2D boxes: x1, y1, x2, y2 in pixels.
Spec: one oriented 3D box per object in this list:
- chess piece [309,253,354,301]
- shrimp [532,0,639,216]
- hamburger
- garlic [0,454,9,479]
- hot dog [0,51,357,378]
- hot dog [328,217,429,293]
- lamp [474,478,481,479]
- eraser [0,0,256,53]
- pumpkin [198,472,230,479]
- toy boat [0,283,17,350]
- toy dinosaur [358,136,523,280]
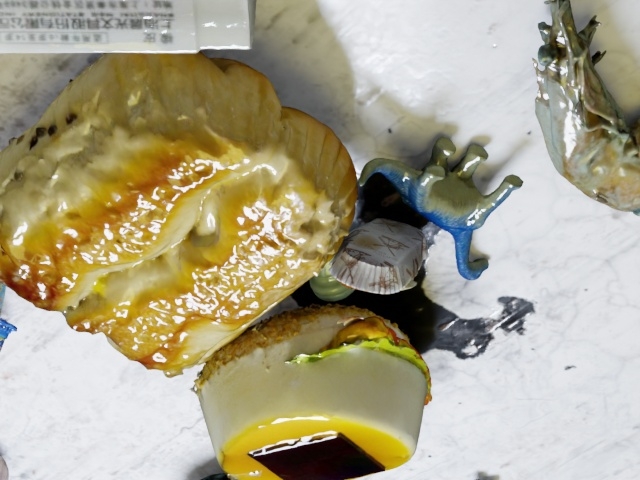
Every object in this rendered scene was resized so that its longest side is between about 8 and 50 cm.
[{"bbox_3d":[0.000,0.000,1.853,0.059,0.059,0.149,-11,128,11],"label":"chess piece"},{"bbox_3d":[0.344,-0.155,1.686,0.247,0.085,0.360,-31,130,16],"label":"shrimp"},{"bbox_3d":[-0.006,0.187,1.935,0.294,0.179,0.276,-17,149,21],"label":"hamburger"},{"bbox_3d":[-0.499,0.327,2.143,0.159,0.102,0.147,23,129,-20],"label":"garlic"},{"bbox_3d":[-0.155,-0.052,1.714,0.367,0.196,0.365,32,135,-26],"label":"hot dog"},{"bbox_3d":[0.066,0.022,1.787,0.099,0.192,0.053,16,111,9],"label":"hot dog"},{"bbox_3d":[0.215,0.448,2.235,0.118,0.118,0.253,9,134,-7],"label":"lamp"},{"bbox_3d":[-0.204,-0.249,1.570,0.279,0.124,0.081,0,129,1],"label":"eraser"},{"bbox_3d":[-0.114,0.409,2.166,0.150,0.194,0.194,-43,129,-12],"label":"pumpkin"},{"bbox_3d":[-0.402,0.081,1.918,0.091,0.110,0.175,22,172,-17],"label":"toy boat"},{"bbox_3d":[0.120,-0.025,1.800,0.247,0.075,0.188,1,134,-31],"label":"toy dinosaur"}]
